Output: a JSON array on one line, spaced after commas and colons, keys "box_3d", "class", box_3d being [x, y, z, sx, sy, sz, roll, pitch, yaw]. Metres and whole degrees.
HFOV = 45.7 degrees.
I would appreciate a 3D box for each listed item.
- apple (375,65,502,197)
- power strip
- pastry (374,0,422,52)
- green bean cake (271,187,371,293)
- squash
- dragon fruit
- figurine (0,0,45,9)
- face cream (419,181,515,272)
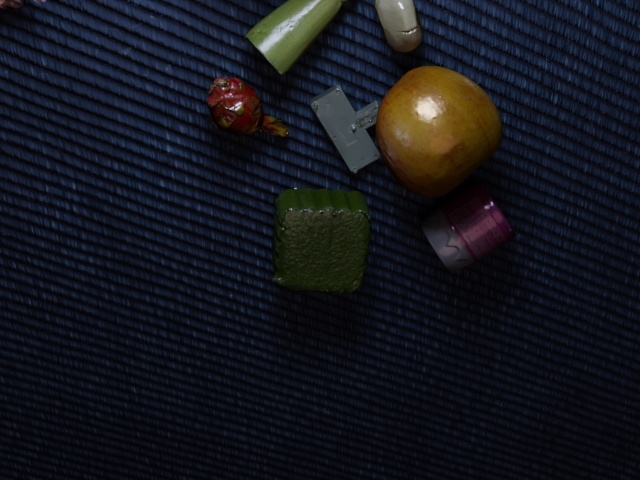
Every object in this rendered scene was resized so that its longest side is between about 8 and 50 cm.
[{"box_3d": [0.267, -0.258, 1.789, 0.275, 0.299, 0.299, 43, 108, 1], "class": "apple"}, {"box_3d": [0.087, -0.288, 1.878, 0.145, 0.061, 0.215, -30, 117, 11], "class": "power strip"}, {"box_3d": [0.179, -0.504, 1.723, 0.092, 0.156, 0.156, -22, 118, 10], "class": "pastry"}, {"box_3d": [0.000, 0.000, 1.966, 0.247, 0.156, 0.250, 1, 117, -8], "class": "green bean cake"}, {"box_3d": [-0.032, -0.517, 1.734, 0.287, 0.137, 0.137, -45, 114, 1], "class": "squash"}, {"box_3d": [-0.170, -0.300, 1.822, 0.246, 0.125, 0.125, 19, 146, -36], "class": "dragon fruit"}, {"box_3d": [-0.662, -0.578, 1.620, 0.240, 0.116, 0.174, -31, 119, 4], "class": "figurine"}, {"box_3d": [0.381, -0.032, 1.978, 0.195, 0.175, 0.175, -34, 116, 10], "class": "face cream"}]
